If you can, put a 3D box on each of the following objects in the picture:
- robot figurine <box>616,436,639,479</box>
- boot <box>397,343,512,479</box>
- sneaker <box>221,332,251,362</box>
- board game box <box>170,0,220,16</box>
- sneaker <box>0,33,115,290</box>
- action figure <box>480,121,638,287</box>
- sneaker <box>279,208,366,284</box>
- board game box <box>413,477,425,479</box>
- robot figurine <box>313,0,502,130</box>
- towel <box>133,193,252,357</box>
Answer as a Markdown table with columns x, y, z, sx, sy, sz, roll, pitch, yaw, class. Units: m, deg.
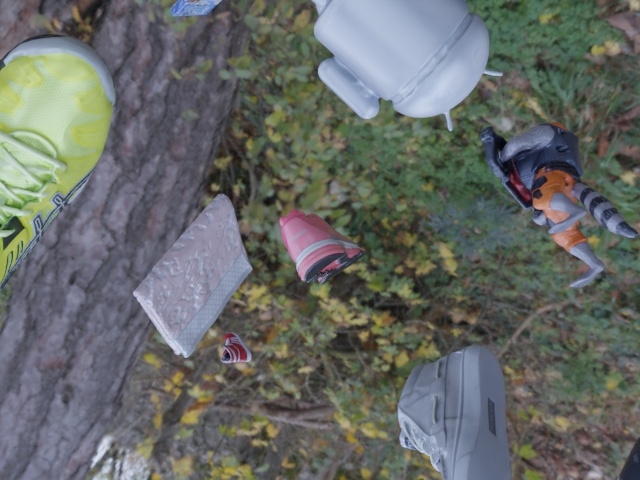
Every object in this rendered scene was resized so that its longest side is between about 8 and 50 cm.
| x | y | z | sx | sy | sz | roll | pitch | yaw | class |
| --- | --- | --- | --- | --- | --- | --- | --- | --- | --- |
| 0.588 | 0.422 | 1.043 | 0.173 | 0.278 | 0.209 | 21 | -174 | -27 | robot figurine |
| 0.154 | 0.248 | 0.767 | 0.123 | 0.258 | 0.095 | -26 | 118 | 33 | boot |
| -0.224 | 0.262 | 1.548 | 0.067 | 0.042 | 0.118 | -1 | -160 | -36 | sneaker |
| -0.277 | -0.532 | 1.423 | 0.090 | 0.090 | 0.020 | -12 | 96 | 54 | board game box |
| -0.332 | -0.032 | 0.654 | 0.145 | 0.385 | 0.147 | 28 | -162 | -34 | sneaker |
| 0.457 | -0.085 | 1.171 | 0.178 | 0.330 | 0.341 | -30 | 134 | 31 | action figure |
| 0.000 | 0.000 | 1.243 | 0.136 | 0.116 | 0.314 | 56 | -174 | 10 | sneaker |
| 0.238 | 0.627 | 1.382 | 0.092 | 0.043 | 0.181 | 51 | -158 | -40 | board game box |
| 0.132 | -0.344 | 1.037 | 0.353 | 0.300 | 0.200 | 41 | -156 | -10 | robot figurine |
| -0.302 | 0.095 | 1.596 | 0.053 | 0.332 | 0.317 | 21 | 149 | 24 | towel |
